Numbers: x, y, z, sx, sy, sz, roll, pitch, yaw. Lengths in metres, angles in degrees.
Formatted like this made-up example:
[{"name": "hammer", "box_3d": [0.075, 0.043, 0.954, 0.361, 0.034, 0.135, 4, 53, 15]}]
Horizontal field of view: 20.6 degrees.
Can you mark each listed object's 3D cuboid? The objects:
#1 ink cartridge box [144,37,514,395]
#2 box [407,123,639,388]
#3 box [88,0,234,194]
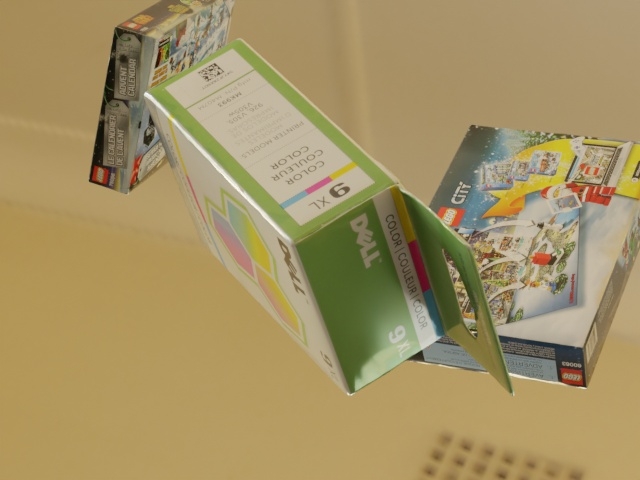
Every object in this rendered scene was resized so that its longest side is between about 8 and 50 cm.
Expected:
[{"name": "ink cartridge box", "box_3d": [0.000, 0.000, 0.848, 0.209, 0.062, 0.109, 44, -19, 44]}, {"name": "box", "box_3d": [0.155, 0.005, 1.335, 0.159, 0.233, 0.044, 7, -46, 23]}, {"name": "box", "box_3d": [-0.089, -0.092, 1.017, 0.027, 0.137, 0.094, 17, -67, 11]}]
